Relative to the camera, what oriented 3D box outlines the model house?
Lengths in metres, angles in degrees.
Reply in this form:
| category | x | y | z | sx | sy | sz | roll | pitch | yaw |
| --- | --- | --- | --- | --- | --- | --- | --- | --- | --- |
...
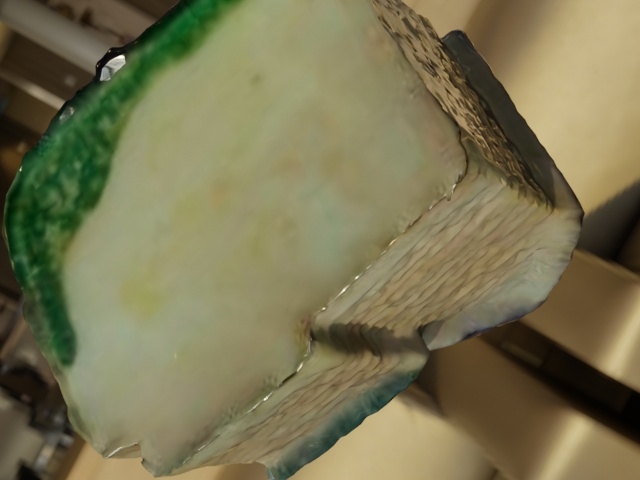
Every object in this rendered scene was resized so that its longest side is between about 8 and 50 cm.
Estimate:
| category | x | y | z | sx | sy | sz | roll | pitch | yaw |
| --- | --- | --- | --- | --- | --- | --- | --- | --- | --- |
| model house | 0.002 | 0.001 | 0.891 | 0.298 | 0.284 | 0.243 | -40 | 60 | 20 |
